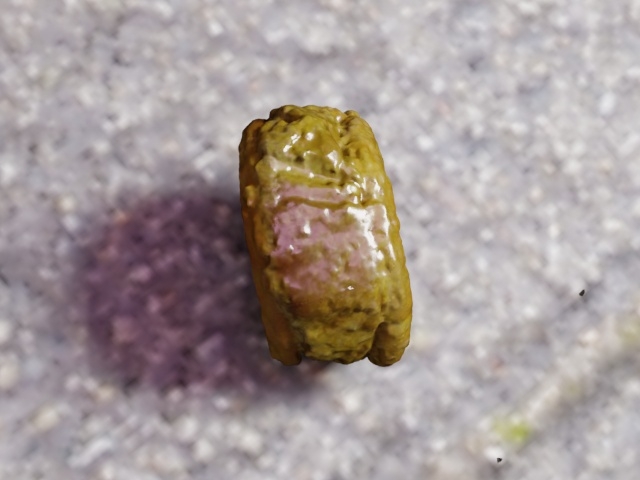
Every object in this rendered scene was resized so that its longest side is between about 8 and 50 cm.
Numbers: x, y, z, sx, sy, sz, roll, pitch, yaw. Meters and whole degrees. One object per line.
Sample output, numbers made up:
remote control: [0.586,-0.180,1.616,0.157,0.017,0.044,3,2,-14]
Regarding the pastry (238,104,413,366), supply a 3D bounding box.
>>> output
pastry: [0.000,0.000,0.746,0.057,0.109,0.097,-9,45,-3]
